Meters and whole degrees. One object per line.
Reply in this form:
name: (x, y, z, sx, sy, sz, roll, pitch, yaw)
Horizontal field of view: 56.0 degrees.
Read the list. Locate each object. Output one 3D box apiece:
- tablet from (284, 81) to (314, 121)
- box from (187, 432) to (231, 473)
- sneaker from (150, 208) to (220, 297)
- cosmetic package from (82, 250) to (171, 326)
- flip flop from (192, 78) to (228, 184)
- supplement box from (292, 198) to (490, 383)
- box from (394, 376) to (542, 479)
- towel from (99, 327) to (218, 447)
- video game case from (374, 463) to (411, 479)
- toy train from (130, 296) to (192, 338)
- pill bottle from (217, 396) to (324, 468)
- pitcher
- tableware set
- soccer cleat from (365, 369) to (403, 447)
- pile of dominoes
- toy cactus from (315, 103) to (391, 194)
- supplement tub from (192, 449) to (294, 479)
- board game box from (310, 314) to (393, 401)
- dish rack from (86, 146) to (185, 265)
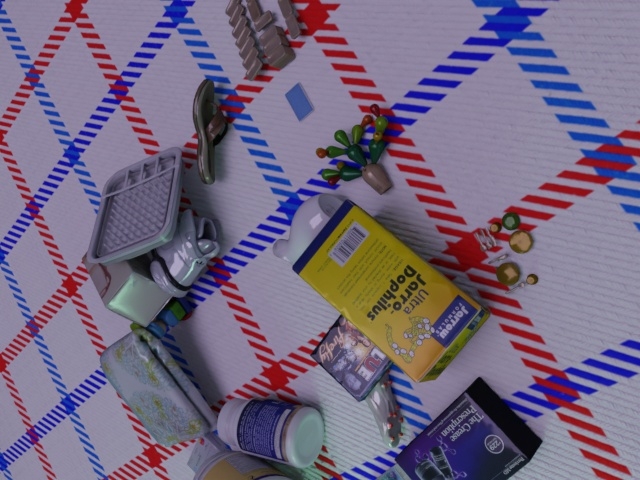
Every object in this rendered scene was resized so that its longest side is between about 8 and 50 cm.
tablet: (-0.052, -0.342, 1.489, 0.054, 0.006, 0.083, -35, 79, 33)
box: (-0.311, 0.683, 1.816, 0.186, 0.038, 0.145, 36, 115, 24)
sneaker: (-0.410, -0.034, 1.713, 0.210, 0.137, 0.366, -42, 57, 15)
cosmetic package: (-0.564, 0.103, 1.746, 0.129, 0.153, 0.296, -51, 40, 0)
flip flop: (-0.286, -0.288, 1.609, 0.080, 0.112, 0.277, 0, 96, 8)
supplement box: (0.151, 0.107, 1.275, 0.356, 0.194, 0.195, 41, 96, 23)
box: (0.316, 0.458, 1.312, 0.184, 0.103, 0.261, 45, 119, 17)
towel: (-0.487, 0.445, 1.797, 0.320, 0.090, 0.374, -31, 97, 46)
video game case: (0.218, 0.617, 1.454, 0.157, 0.019, 0.143, 50, 121, 17)
toy train: (-0.516, 0.224, 1.801, 0.248, 0.143, 0.105, -4, 126, 35)
pill bottle: (-0.136, 0.499, 1.595, 0.264, 0.153, 0.153, 0, 98, 34)
pitcher: (0.000, 0.000, 1.453, 0.178, 0.125, 0.207, 39, 130, 0)
tableware set: (0.393, 0.025, 1.235, 0.104, 0.024, 0.154, -31, 79, 31)
soccer cleat: (0.145, 0.396, 1.443, 0.076, 0.068, 0.196, -18, 80, 40)
pile of dominoes: (-0.140, -0.548, 1.511, 0.196, 0.040, 0.251, -29, 73, 35)
toy cactus: (0.093, -0.184, 1.368, 0.219, 0.112, 0.180, -41, 84, 23)
supplement tub: (-0.189, 0.690, 1.558, 0.331, 0.241, 0.241, -4, 96, 60)
board game box: (0.108, 0.230, 1.411, 0.165, 0.042, 0.243, 40, 102, 22)
dish rack: (-0.490, -0.085, 1.653, 0.285, 0.072, 0.333, -18, 49, 20)
